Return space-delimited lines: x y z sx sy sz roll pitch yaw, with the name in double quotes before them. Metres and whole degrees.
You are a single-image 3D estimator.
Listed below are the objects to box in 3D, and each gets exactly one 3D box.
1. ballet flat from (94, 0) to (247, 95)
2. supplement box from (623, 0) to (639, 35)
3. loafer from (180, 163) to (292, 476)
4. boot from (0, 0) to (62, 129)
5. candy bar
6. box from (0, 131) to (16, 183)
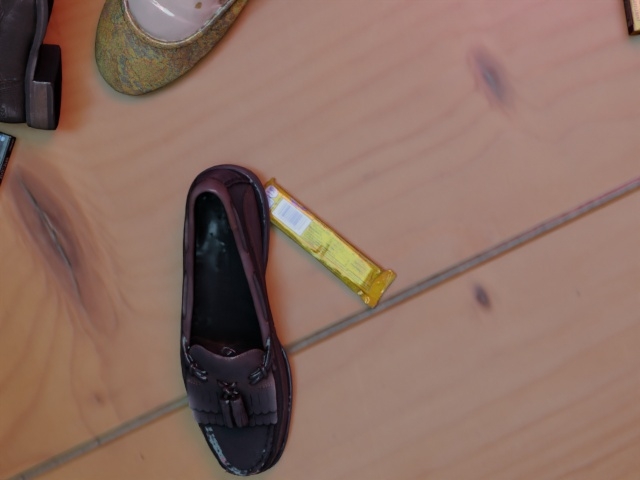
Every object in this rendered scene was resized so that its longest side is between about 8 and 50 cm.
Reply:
"ballet flat" -0.093 -0.279 1.340 0.348 0.123 0.123 -44 88 6
"supplement box" 0.326 -0.225 1.340 0.083 0.043 0.055 -10 90 5
"loafer" -0.092 0.081 1.358 0.109 0.095 0.303 -3 96 11
"boot" -0.358 -0.201 1.326 0.228 0.091 0.263 2 120 -3
"candy bar" 0.000 0.000 1.392 0.161 0.018 0.040 39 93 3
"box" -0.350 -0.084 1.419 0.083 0.018 0.067 20 93 4
